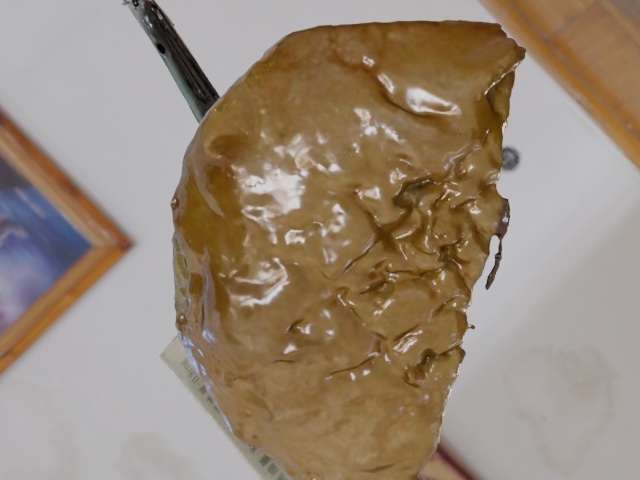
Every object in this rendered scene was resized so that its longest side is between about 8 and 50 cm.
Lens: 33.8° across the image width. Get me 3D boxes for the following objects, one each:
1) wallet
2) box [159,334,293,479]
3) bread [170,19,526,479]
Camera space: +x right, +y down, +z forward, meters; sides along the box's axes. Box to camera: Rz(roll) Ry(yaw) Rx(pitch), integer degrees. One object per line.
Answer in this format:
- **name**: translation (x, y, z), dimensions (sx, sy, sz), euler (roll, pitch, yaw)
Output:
- **wallet**: translation (-0.196, -0.249, 1.377), dimensions (0.172, 0.045, 0.318), euler (57, 178, -19)
- **box**: translation (0.014, 0.151, 0.631), dimensions (0.245, 0.035, 0.139), euler (45, -175, 26)
- **bread**: translation (0.000, 0.000, 0.497), dimensions (0.140, 0.229, 0.143), euler (9, -164, -5)
